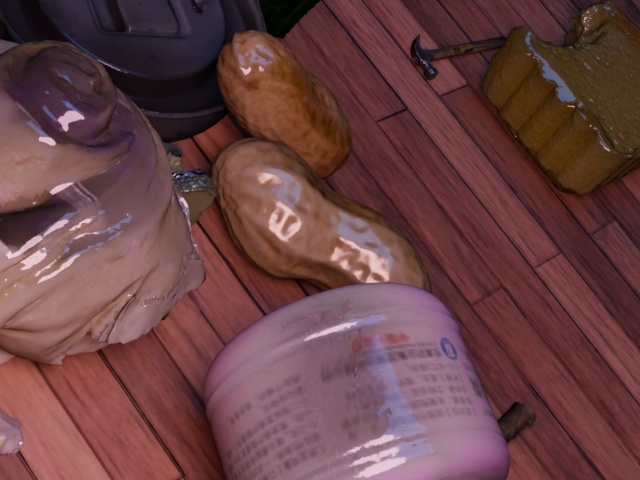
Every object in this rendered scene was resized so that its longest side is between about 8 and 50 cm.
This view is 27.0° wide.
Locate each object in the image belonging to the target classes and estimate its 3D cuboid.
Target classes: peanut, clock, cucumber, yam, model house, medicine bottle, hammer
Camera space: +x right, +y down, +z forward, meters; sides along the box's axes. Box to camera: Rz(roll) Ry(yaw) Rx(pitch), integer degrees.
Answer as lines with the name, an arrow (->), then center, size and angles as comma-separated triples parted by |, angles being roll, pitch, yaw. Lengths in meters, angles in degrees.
peanut -> 0.000, 0.000, 1.379 | 0.275, 0.111, 0.125 | 34, 50, -6
clock -> -0.215, -0.249, 1.458 | 0.325, 0.067, 0.325 | 17, 51, -22
cucumber -> -0.033, -0.326, 1.518 | 0.063, 0.244, 0.115 | -6, 73, -31
peanut -> -0.040, -0.144, 1.422 | 0.226, 0.095, 0.108 | 43, 30, -53
yam -> 0.183, 0.212, 1.396 | 0.033, 0.027, 0.129 | 47, 47, 8
model house -> -0.153, -0.062, 1.350 | 0.066, 0.078, 0.083 | 0, 57, -35
medicine bottle -> 0.047, 0.215, 1.157 | 0.241, 0.241, 0.301 | -2, 59, -33
hammer -> 0.184, -0.252, 1.751 | 0.182, 0.017, 0.062 | -19, 69, -42

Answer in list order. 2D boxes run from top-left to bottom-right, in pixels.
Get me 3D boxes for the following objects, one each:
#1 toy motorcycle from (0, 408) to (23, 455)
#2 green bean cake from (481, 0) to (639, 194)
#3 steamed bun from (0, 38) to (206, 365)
toy motorcycle -> -0.386, 0.087, 1.011 | 0.341, 0.223, 0.108 | 36, 6, -3
green bean cake -> 0.344, -0.184, 1.726 | 0.236, 0.124, 0.233 | -23, 73, -41
steamed bun -> -0.267, -0.063, 1.167 | 0.394, 0.237, 0.346 | 17, 50, -21
